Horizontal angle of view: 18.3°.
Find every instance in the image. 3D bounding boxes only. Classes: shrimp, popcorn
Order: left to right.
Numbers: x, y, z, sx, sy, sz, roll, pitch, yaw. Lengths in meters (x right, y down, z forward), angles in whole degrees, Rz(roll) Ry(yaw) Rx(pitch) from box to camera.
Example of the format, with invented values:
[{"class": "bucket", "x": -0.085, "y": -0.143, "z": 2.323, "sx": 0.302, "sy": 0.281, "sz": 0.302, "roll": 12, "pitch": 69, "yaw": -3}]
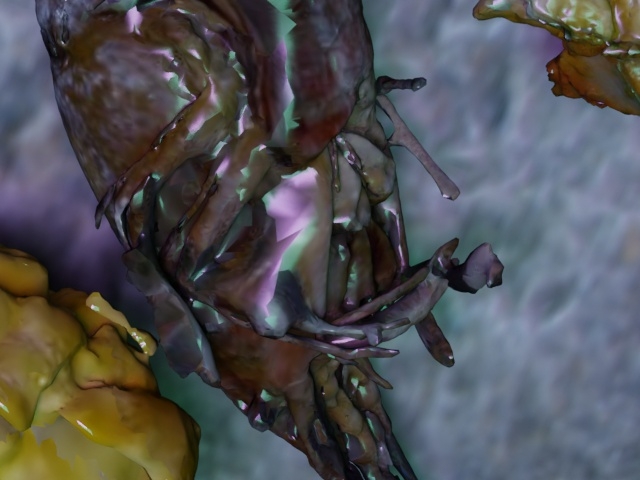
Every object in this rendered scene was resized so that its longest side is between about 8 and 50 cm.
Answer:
[{"class": "popcorn", "x": -0.162, "y": 0.114, "z": 0.770, "sx": 0.250, "sy": 0.190, "sz": 0.250, "roll": 0, "pitch": 104, "yaw": -2}, {"class": "shrimp", "x": -0.004, "y": 0.000, "z": 0.778, "sx": 0.145, "sy": 0.116, "sz": 0.343, "roll": -19, "pitch": 107, "yaw": 10}]

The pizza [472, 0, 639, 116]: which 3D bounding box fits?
[{"class": "pizza", "x": 0.160, "y": -0.135, "z": 0.762, "sx": 0.229, "sy": 0.081, "sz": 0.289, "roll": -24, "pitch": 109, "yaw": -3}]
